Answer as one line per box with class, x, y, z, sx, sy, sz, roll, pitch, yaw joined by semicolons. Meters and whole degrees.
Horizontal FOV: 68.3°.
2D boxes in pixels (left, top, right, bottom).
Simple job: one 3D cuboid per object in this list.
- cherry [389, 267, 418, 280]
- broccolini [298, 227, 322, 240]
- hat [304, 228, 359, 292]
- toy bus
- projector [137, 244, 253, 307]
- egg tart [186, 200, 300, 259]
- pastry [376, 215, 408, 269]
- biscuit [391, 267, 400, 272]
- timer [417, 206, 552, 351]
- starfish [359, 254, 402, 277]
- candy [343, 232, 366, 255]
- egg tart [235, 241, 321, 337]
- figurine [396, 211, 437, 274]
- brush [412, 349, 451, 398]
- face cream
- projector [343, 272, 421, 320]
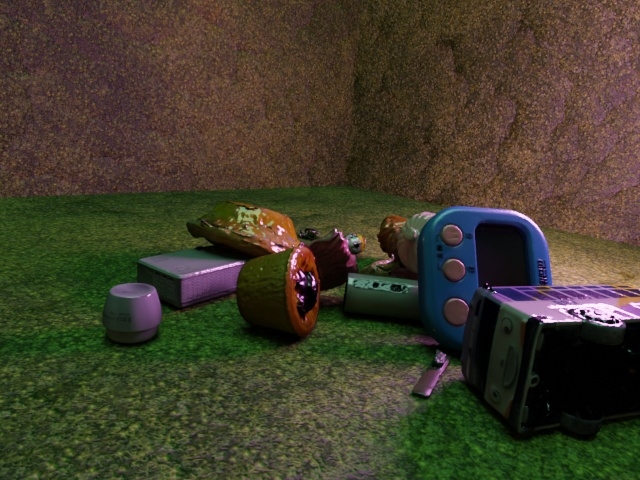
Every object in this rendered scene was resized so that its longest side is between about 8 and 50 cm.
cherry;0.216;0.123;1.396;0.107;0.090;0.226;-9;6;-31
broccolini;0.004;0.004;1.922;0.254;0.071;0.057;31;-13;48
hat;-0.046;0.083;1.247;0.287;0.236;0.107;-24;49;1
toy bus;0.493;0.201;0.901;0.441;0.209;0.249;1;13;-20
projector;-0.334;0.093;1.275;0.192;0.099;0.257;16;18;34
egg tart;-0.211;-0.020;1.449;0.388;0.168;0.388;16;-6;2
pastry;0.330;0.032;1.593;0.311;0.161;0.255;23;-2;40
biscuit;0.249;0.109;1.567;0.089;0.026;0.087;6;12;-2
timer;0.382;0.093;1.109;0.309;0.339;0.115;3;-17;-6
starfish;0.155;0.098;1.386;0.217;0.050;0.223;-45;6;-29
candy;0.024;0.029;1.752;0.306;0.083;0.091;-7;12;-16
egg tart;-0.089;0.113;1.085;0.171;0.215;0.215;-2;11;18
figurine;0.333;0.059;1.327;0.205;0.332;0.185;-33;43;-9
brush;0.227;0.260;0.946;0.034;0.027;0.190;10;15;27
face cream;-0.395;0.152;0.993;0.117;0.104;0.117;6;13;-1
projector;0.229;0.152;1.218;0.338;0.108;0.108;6;14;4
